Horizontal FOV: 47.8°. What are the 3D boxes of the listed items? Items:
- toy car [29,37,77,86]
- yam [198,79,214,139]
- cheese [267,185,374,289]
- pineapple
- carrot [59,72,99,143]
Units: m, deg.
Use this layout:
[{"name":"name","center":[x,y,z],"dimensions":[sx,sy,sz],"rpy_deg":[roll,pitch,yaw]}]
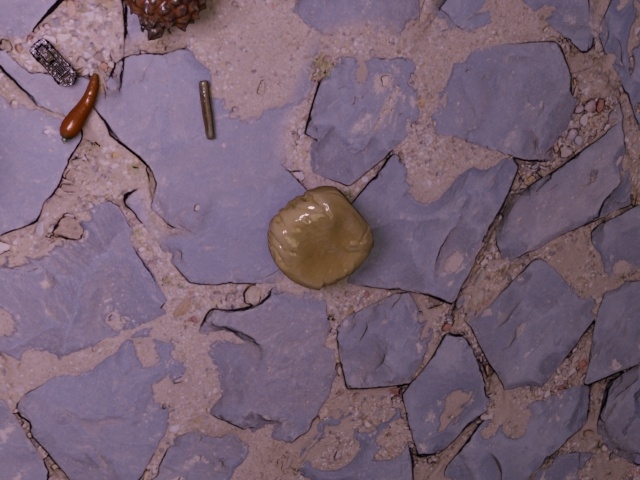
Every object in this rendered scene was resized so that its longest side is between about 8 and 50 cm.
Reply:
[{"name":"toy car","center":[-0.472,-0.314,1.282],"dimensions":[0.041,0.025,0.093],"rpy_deg":[-41,115,-5]},{"name":"yam","center":[-0.222,-0.255,1.413],"dimensions":[0.021,0.021,0.116],"rpy_deg":[-11,110,-20]},{"name":"cheese","center":[0.000,0.000,1.543],"dimensions":[0.214,0.117,0.226],"rpy_deg":[-36,122,-3]},{"name":"pineapple","center":[-0.272,-0.442,1.257],"dimensions":[0.166,0.166,0.193],"rpy_deg":[11,103,-26]},{"name":"carrot","center":[-0.438,-0.239,1.319],"dimensions":[0.035,0.035,0.142],"rpy_deg":[30,86,-28]}]
